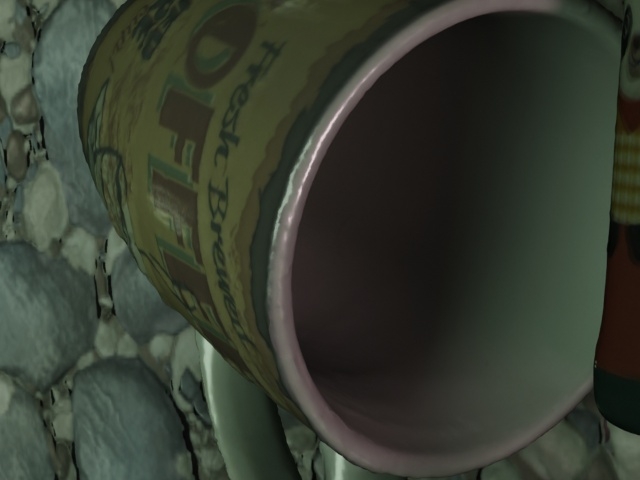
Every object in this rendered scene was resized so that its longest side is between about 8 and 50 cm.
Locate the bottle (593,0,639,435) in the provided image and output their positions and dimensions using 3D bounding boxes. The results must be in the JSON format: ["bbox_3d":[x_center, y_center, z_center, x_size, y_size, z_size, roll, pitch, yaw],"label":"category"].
[{"bbox_3d":[0.192,-0.087,0.768,0.144,0.144,0.336,5,93,42],"label":"bottle"}]

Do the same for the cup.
[{"bbox_3d":[0.000,0.000,0.908,0.257,0.227,0.301,29,114,52],"label":"cup"}]
